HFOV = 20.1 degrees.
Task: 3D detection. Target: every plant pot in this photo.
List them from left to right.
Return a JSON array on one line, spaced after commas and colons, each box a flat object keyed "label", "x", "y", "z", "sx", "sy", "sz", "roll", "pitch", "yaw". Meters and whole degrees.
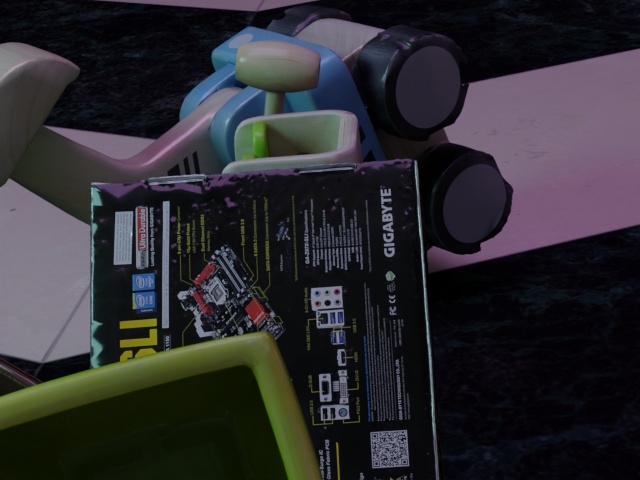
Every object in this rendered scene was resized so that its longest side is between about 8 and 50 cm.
[{"label": "plant pot", "x": -0.102, "y": 0.186, "z": 1.129, "sx": 0.227, "sy": 0.228, "sz": 0.207, "roll": -15, "pitch": -1, "yaw": 1}]

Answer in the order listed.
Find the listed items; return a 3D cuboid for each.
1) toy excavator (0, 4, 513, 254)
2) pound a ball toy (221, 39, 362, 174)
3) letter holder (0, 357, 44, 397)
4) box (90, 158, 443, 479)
[{"label": "toy excavator", "x": -0.085, "y": -0.075, "z": 1.722, "sx": 0.445, "sy": 0.433, "sz": 0.222, "roll": -39, "pitch": 33, "yaw": -21}, {"label": "pound a ball toy", "x": 0.000, "y": 0.000, "z": 1.561, "sx": 0.136, "sy": 0.319, "sz": 0.208, "roll": -4, "pitch": 21, "yaw": 5}, {"label": "letter holder", "x": -0.340, "y": 0.171, "z": 1.309, "sx": 0.302, "sy": 0.214, "sz": 0.152, "roll": 18, "pitch": 31, "yaw": 31}, {"label": "box", "x": -0.041, "y": 0.105, "z": 1.352, "sx": 0.257, "sy": 0.322, "sz": 0.079, "roll": -6, "pitch": -20, "yaw": 6}]
